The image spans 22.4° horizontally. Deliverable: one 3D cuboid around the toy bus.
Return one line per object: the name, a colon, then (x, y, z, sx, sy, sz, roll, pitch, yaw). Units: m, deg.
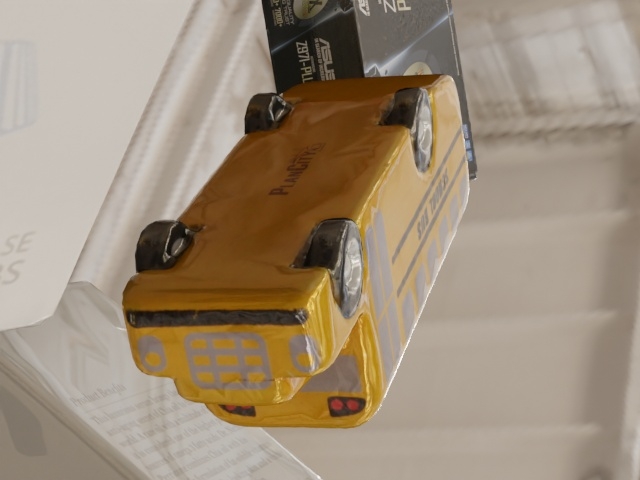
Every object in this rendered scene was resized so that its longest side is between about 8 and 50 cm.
toy bus: (0.000, 0.000, 0.916, 0.108, 0.130, 0.333, -1, -154, 17)

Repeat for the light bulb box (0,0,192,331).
light bulb box: (-0.246, -0.149, 0.298, 0.358, 0.225, 0.361, -11, -128, -42)

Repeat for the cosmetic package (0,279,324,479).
cosmetic package: (-0.087, 0.231, 1.104, 0.453, 0.230, 0.161, 39, -77, 12)

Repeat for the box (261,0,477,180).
box: (0.037, -0.119, 1.173, 0.077, 0.180, 0.147, -7, -176, 33)
